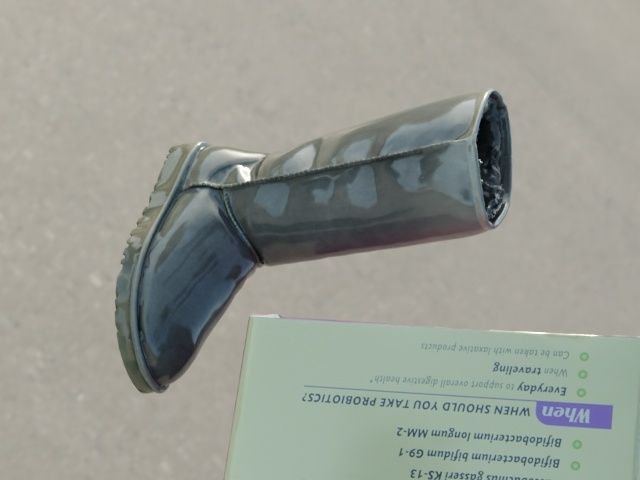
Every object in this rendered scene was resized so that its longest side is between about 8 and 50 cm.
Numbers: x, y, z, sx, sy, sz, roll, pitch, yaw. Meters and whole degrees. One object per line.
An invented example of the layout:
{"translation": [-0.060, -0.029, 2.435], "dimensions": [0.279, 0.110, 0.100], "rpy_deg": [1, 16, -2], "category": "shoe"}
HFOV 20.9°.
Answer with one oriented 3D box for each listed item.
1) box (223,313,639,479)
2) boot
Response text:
{"translation": [0.060, 0.175, 0.906], "dimensions": [0.117, 0.213, 0.243], "rpy_deg": [61, 34, -63], "category": "box"}
{"translation": [-0.001, 0.000, 0.977], "dimensions": [0.076, 0.208, 0.190], "rpy_deg": [64, 31, -50], "category": "boot"}
